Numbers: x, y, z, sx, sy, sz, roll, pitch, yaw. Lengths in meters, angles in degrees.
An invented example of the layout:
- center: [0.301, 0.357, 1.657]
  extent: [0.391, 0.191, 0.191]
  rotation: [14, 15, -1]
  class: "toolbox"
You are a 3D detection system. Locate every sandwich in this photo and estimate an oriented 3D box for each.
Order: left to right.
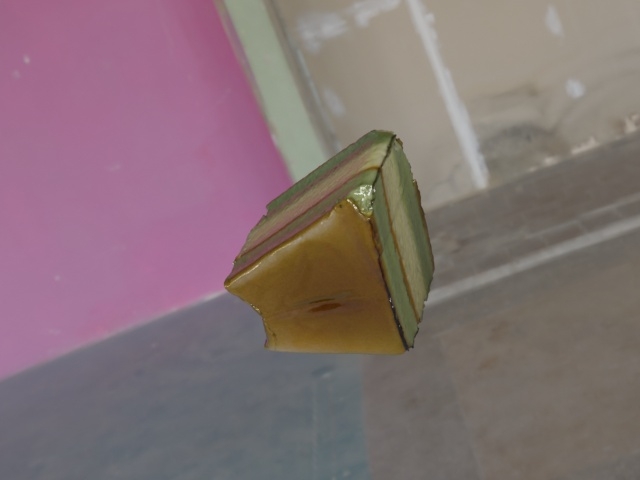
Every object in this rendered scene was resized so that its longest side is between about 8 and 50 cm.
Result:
- center: [0.000, 0.000, 1.218]
  extent: [0.198, 0.227, 0.155]
  rotation: [1, 41, 21]
  class: "sandwich"
